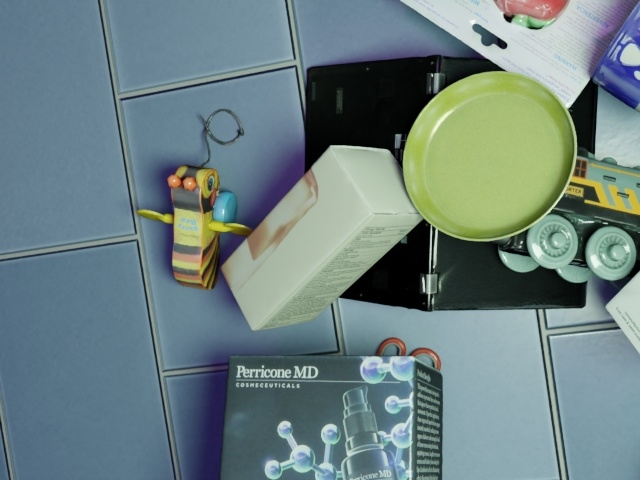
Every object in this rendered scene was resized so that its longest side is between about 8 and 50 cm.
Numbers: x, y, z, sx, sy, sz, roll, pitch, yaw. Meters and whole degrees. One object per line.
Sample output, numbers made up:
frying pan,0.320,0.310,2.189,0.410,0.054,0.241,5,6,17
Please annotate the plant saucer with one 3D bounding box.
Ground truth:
plant saucer,0.233,-0.114,1.095,0.241,0.037,0.240,-6,77,26

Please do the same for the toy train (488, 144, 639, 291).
toy train,0.403,-0.033,1.155,0.334,0.142,0.190,11,83,-9

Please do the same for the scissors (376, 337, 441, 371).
scissors,0.139,0.311,1.326,0.109,0.021,0.297,5,96,10

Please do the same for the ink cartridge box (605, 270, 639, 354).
ink cartridge box,0.547,0.048,1.028,0.272,0.197,0.114,-55,37,30

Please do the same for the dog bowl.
dog bowl,0.492,-0.302,1.078,0.104,0.265,0.264,36,100,13

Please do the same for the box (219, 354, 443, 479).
box,0.021,0.378,1.186,0.294,0.212,0.395,-3,73,19

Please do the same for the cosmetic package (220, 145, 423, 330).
cosmetic package,0.000,0.000,1.204,0.296,0.153,0.129,-44,64,32

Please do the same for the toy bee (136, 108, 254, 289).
toy bee,-0.215,-0.061,1.301,0.195,0.162,0.298,-13,91,14

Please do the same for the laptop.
laptop,0.198,-0.090,1.284,0.408,0.236,0.381,5,95,40

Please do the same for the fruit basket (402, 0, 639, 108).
fruit basket,0.331,-0.425,1.160,0.327,0.165,0.353,35,102,8
